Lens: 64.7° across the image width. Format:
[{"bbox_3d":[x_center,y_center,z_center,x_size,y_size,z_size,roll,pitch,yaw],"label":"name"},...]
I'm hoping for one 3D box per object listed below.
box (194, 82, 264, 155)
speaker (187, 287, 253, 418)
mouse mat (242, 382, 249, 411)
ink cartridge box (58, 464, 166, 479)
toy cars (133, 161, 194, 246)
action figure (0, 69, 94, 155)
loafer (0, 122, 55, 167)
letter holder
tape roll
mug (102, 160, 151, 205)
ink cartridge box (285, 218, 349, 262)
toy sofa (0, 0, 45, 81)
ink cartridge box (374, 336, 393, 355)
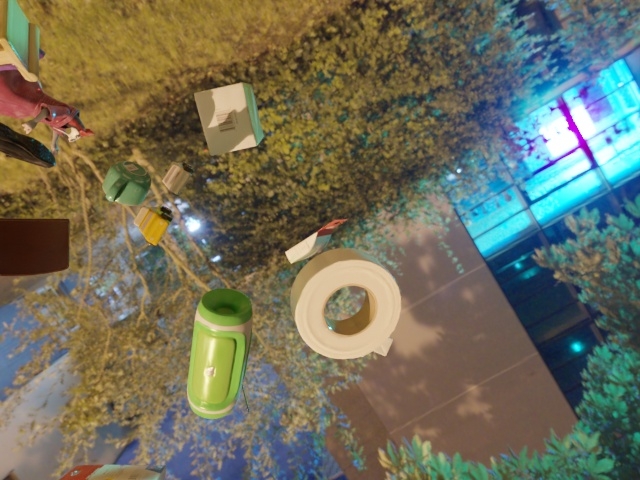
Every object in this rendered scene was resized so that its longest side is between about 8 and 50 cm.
[{"bbox_3d":[-0.320,-0.447,1.836,0.168,0.214,0.345,-12,-163,1],"label":"box"},{"bbox_3d":[-0.232,0.262,1.155,0.131,0.131,0.296,-45,151,-61],"label":"speaker"},{"bbox_3d":[-0.262,0.491,1.698,0.007,0.152,0.189,-15,171,-12],"label":"mouse mat"},{"bbox_3d":[-0.521,0.622,1.270,0.231,0.077,0.134,3,171,-5],"label":"ink cartridge box"},{"bbox_3d":[-0.491,-0.136,1.575,0.176,0.087,0.393,-37,-148,40],"label":"toy cars"},{"bbox_3d":[-1.001,-0.484,1.834,0.248,0.370,0.275,-13,-125,66],"label":"action figure"},{"bbox_3d":[-0.895,-0.274,1.485,0.078,0.076,0.223,-31,145,20],"label":"loafer"},{"bbox_3d":[-1.134,0.022,1.913,0.152,0.214,0.302,3,-176,42],"label":"letter holder"},{"bbox_3d":[0.066,0.168,1.338,0.286,0.286,0.100,-33,-159,-2],"label":"tape roll"},{"bbox_3d":[-0.584,-0.175,1.541,0.097,0.130,0.157,-55,-139,23],"label":"mug"},{"bbox_3d":[0.000,0.000,1.852,0.225,0.056,0.181,-30,174,19],"label":"ink cartridge box"},{"bbox_3d":[-0.778,-0.377,1.043,0.363,0.150,0.177,-11,155,-7],"label":"toy sofa"},{"bbox_3d":[0.160,0.308,1.627,0.180,0.104,0.060,166,-53,-86],"label":"ink cartridge box"}]
